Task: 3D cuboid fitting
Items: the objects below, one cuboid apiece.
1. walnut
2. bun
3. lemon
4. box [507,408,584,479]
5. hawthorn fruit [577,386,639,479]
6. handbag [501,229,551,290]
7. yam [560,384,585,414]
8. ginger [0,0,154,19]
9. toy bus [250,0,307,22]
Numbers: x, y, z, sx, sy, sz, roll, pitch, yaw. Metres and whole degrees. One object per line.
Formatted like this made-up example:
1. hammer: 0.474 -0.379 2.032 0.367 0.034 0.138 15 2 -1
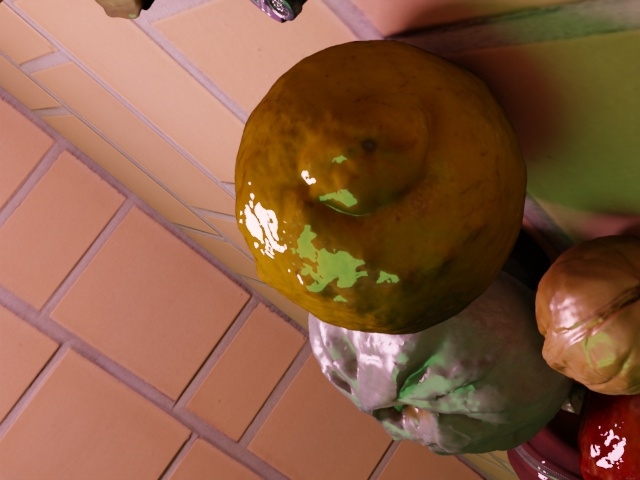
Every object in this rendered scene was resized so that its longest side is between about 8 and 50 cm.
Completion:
1. walnut: 0.295 0.076 0.865 0.159 0.159 0.206 32 167 16
2. bun: 0.147 0.156 1.068 0.355 0.194 0.354 20 154 10
3. lemon: 0.055 -0.046 0.798 0.285 0.285 0.316 38 -167 -12
4. box: 0.472 0.357 1.255 0.404 0.108 0.263 18 -173 -2
5. hawthorn fruit: 0.409 0.267 1.034 0.210 0.265 0.230 16 166 17
6. handbag: 0.152 0.033 1.151 0.192 0.075 0.332 36 154 -7
7. yam: 0.406 0.290 1.584 0.071 0.067 0.317 49 165 -4
8. ginger: -0.361 -0.348 0.884 0.358 0.211 0.413 33 168 21
9. toy bus: -0.033 -0.251 0.620 0.108 0.096 0.199 38 166 8
